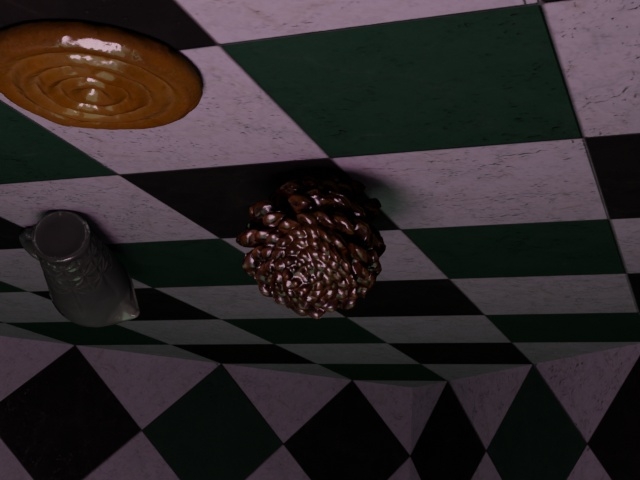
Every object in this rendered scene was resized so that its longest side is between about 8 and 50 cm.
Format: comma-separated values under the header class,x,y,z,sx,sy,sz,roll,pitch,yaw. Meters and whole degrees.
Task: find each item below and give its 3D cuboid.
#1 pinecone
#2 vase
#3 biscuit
class,x,y,z,sx,sy,sz,roll,pitch,yaw
pinecone,0.000,0.000,1.462,0.222,0.221,0.221,3,164,1
vase,-0.468,0.041,1.841,0.251,0.156,0.301,28,160,9
biscuit,-0.272,-0.187,1.163,0.262,0.037,0.262,3,165,1
